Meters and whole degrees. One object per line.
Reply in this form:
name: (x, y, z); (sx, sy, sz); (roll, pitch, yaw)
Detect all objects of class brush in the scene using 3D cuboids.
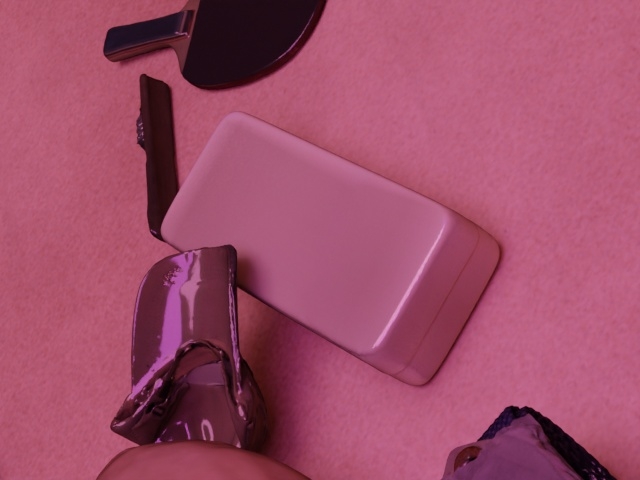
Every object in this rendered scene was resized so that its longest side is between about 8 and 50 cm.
brush: (-0.150, -0.070, 1.762); (0.027, 0.034, 0.190); (-40, 43, 34)

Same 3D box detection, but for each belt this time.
belt: (0.152, 0.209, 1.200); (0.126, 0.140, 0.230); (-50, 43, 8)

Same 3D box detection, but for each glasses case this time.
glasses case: (0.000, 0.000, 1.537); (0.313, 0.070, 0.131); (27, 87, 50)

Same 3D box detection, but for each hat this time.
hat: (-0.078, 0.092, 1.528); (0.147, 0.085, 0.175); (1, 82, 41)

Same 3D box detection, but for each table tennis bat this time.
table tennis bat: (-0.099, -0.203, 1.804); (0.274, 0.021, 0.154); (-8, 60, 40)

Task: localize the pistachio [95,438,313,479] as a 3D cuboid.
pistachio: (-0.065, 0.235, 1.380); (0.318, 0.214, 0.193); (30, 129, 57)
